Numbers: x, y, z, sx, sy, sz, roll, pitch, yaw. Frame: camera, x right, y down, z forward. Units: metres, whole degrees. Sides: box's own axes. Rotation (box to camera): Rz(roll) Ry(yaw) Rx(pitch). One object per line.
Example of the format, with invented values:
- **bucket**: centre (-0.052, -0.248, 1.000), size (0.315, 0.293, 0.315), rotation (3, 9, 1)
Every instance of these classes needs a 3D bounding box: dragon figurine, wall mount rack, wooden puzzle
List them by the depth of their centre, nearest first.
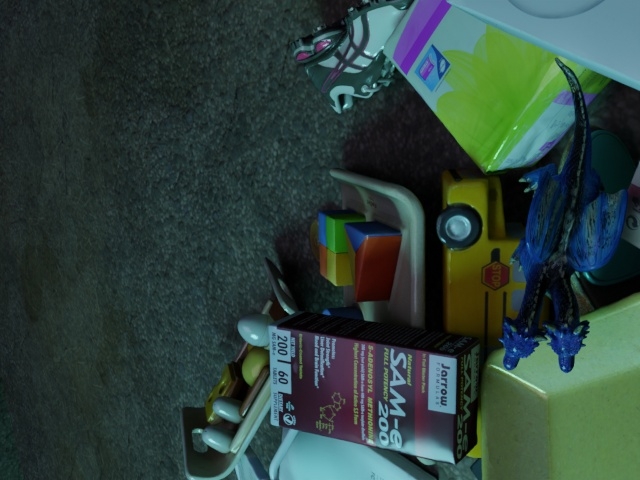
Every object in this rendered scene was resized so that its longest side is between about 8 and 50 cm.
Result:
- **dragon figurine**: centre (0.230, -0.019, 0.837), size (0.085, 0.144, 0.289), rotation (13, 101, 3)
- **wooden puzzle**: centre (0.058, 0.086, 1.193), size (0.322, 0.081, 0.347), rotation (-148, 52, -74)
- **wall mount rack**: centre (-0.049, 0.313, 1.332), size (0.350, 0.131, 0.304), rotation (-160, 59, -71)

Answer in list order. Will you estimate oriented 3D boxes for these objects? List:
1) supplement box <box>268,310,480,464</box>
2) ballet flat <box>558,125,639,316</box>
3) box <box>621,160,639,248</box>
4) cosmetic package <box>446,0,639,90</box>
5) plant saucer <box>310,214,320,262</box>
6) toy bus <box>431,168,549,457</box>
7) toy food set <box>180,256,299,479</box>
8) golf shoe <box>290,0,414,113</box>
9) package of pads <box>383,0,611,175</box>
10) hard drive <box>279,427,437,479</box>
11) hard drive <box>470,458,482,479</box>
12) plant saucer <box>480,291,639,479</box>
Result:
- **supplement box**: centre (0.058, 0.165, 1.037), size (0.240, 0.073, 0.130), rotation (5, 103, 29)
- **ballet flat**: centre (0.306, 0.055, 0.970), size (0.123, 0.123, 0.348), rotation (-22, 82, 50)
- **box**: centre (0.408, -0.015, 0.793), size (0.232, 0.149, 0.126), rotation (40, 128, 38)
- **cosmetic package**: centre (0.316, -0.323, 0.770), size (0.284, 0.097, 0.377), rotation (33, 106, 31)
- **plant saucer**: centre (0.000, 0.000, 1.368), size (0.083, 0.015, 0.083), rotation (173, 90, -72)
- **toy bus**: centre (0.200, 0.084, 1.067), size (0.108, 0.130, 0.332), rotation (-74, -18, -77)
- **toy food set**: centre (-0.133, 0.193, 1.398), size (0.306, 0.092, 0.219), rotation (-60, 19, 9)
- **golf shoe**: centre (0.077, -0.260, 1.187), size (0.273, 0.105, 0.120), rotation (-16, 102, 57)
- **package of pads**: centre (0.225, -0.241, 0.981), size (0.229, 0.101, 0.296), rotation (55, 131, 25)
- **hard drive**: centre (0.048, 0.389, 1.411), size (0.308, 0.040, 0.202), rotation (25, 117, 45)
- **hard drive**: centre (0.258, 0.322, 1.156), size (0.135, 0.022, 0.094), rotation (54, 135, 26)
- **plant saucer**: centre (0.276, 0.232, 0.823), size (0.333, 0.081, 0.332), rotation (-38, 42, 56)
